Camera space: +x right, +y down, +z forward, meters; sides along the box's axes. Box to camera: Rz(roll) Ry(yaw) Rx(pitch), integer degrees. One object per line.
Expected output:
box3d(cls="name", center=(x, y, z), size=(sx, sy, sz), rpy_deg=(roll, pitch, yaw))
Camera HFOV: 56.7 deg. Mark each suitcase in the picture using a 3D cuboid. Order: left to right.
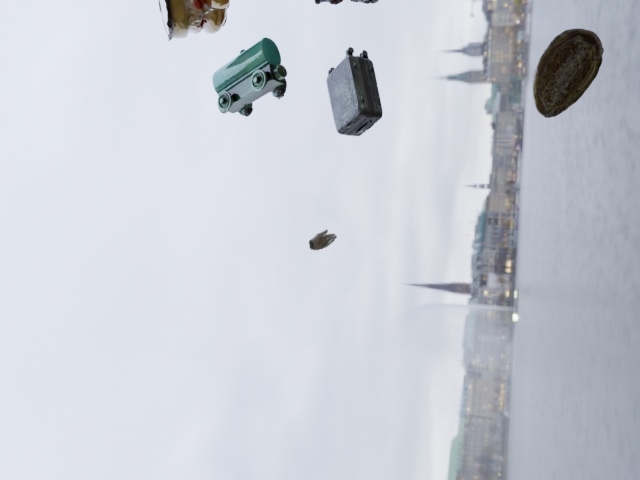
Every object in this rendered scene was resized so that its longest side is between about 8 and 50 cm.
box3d(cls="suitcase", center=(0.128, -0.579, 2.344), size=(0.128, 0.202, 0.312), rpy_deg=(0, -109, -32))

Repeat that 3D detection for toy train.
box3d(cls="toy train", center=(-0.191, -0.433, 1.577), size=(0.101, 0.248, 0.159), rpy_deg=(-4, -101, -51))

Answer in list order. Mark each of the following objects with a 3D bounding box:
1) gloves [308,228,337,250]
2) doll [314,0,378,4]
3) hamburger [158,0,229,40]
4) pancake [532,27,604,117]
box3d(cls="gloves", center=(0.000, 0.000, 1.395), size=(0.037, 0.081, 0.044), rpy_deg=(-148, 46, -74))
box3d(cls="doll", center=(0.100, -0.774, 1.811), size=(0.127, 0.249, 0.088), rpy_deg=(-47, -46, -75))
box3d(cls="hamburger", center=(-0.336, -0.673, 1.563), size=(0.303, 0.187, 0.260), rpy_deg=(-144, 44, -72))
box3d(cls="pancake", center=(0.670, -0.458, 1.620), size=(0.031, 0.250, 0.250), rpy_deg=(48, 159, 46))
